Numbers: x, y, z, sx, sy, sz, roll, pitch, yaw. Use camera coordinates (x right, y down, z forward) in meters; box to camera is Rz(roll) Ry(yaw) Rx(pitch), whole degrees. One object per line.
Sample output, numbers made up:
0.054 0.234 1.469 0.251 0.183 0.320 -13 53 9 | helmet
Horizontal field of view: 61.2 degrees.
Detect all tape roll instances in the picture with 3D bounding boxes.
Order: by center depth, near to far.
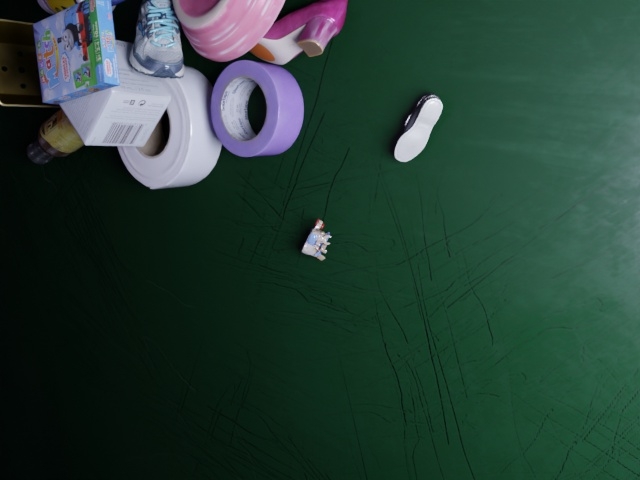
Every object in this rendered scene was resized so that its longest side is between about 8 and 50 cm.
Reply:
-0.131 -0.267 1.106 0.189 0.080 0.189 8 103 36 | tape roll
-0.359 -0.265 1.262 0.286 0.100 0.286 7 103 34 | tape roll

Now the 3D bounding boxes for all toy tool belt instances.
0.000 0.000 1.086 0.051 0.052 0.083 26 121 -4 | toy tool belt

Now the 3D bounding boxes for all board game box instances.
-0.480 -0.365 1.058 0.211 0.039 0.160 -3 95 34 | board game box

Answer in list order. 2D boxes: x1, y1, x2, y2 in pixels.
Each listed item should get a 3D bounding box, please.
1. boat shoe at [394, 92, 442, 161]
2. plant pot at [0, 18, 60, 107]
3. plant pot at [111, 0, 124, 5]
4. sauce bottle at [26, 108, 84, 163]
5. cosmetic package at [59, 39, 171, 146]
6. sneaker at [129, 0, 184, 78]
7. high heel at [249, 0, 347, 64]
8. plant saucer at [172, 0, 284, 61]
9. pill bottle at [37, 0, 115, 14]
0.165 -0.193 0.928 0.046 0.038 0.125 18 123 -12 | boat shoe
-0.801 -0.475 1.492 0.187 0.212 0.212 14 107 46 | plant pot
-0.395 -0.570 0.953 0.235 0.212 0.236 -17 110 20 | plant pot
-0.712 -0.299 1.507 0.344 0.111 0.111 -19 87 36 | sauce bottle
-0.452 -0.318 1.162 0.151 0.151 0.184 -47 71 30 | cosmetic package
-0.346 -0.447 1.141 0.122 0.110 0.283 113 147 -41 | sneaker
-0.054 -0.412 1.043 0.244 0.082 0.117 14 71 49 | high heel
-0.185 -0.522 1.046 0.332 0.084 0.332 -5 83 42 | plant saucer
-0.624 -0.629 1.375 0.208 0.119 0.119 14 107 34 | pill bottle
